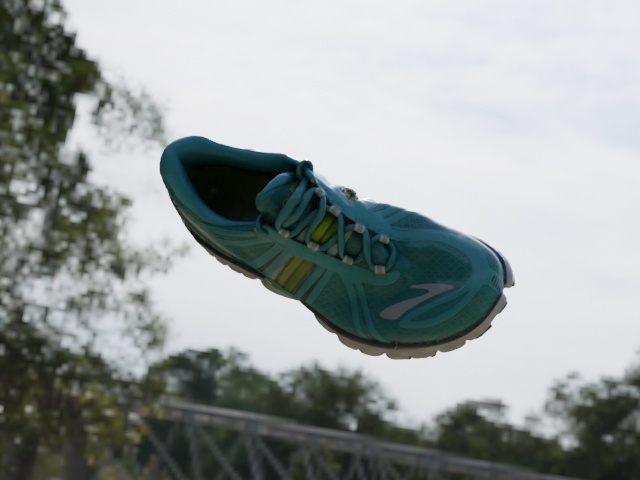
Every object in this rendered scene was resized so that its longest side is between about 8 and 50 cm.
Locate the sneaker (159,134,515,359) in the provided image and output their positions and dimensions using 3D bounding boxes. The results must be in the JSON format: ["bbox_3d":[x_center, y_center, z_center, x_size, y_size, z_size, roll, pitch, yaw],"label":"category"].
[{"bbox_3d":[0.000,0.000,1.024,0.275,0.107,0.110,20,-17,28],"label":"sneaker"}]
